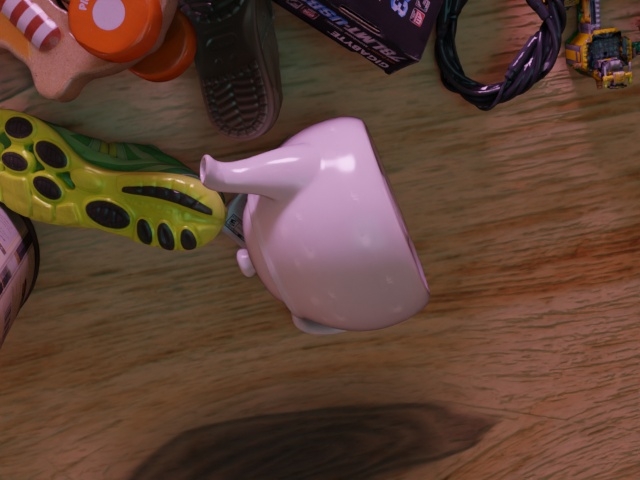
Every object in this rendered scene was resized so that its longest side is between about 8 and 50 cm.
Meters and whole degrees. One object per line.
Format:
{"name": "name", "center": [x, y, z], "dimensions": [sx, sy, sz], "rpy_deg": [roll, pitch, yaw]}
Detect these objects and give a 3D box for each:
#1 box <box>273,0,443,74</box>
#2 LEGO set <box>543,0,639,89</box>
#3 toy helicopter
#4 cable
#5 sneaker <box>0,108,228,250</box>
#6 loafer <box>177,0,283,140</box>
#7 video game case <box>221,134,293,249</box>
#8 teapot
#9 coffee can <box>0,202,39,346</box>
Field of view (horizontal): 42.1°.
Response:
{"name": "box", "center": [0.023, -0.372, 0.853], "dimensions": [0.293, 0.073, 0.295], "rpy_deg": [27, 77, -25]}
{"name": "LEGO set", "center": [0.437, -0.295, 0.936], "dimensions": [0.332, 0.192, 0.254], "rpy_deg": [-2, 108, -2]}
{"name": "toy helicopter", "center": [-0.314, -0.244, 0.840], "dimensions": [0.355, 0.140, 0.234], "rpy_deg": [-18, 89, 9]}
{"name": "cable", "center": [0.210, -0.245, 0.977], "dimensions": [0.151, 0.047, 0.184], "rpy_deg": [4, 105, 12]}
{"name": "sneaker", "center": [-0.243, -0.063, 0.927], "dimensions": [0.296, 0.123, 0.109], "rpy_deg": [21, 101, 3]}
{"name": "loafer", "center": [-0.100, -0.239, 0.921], "dimensions": [0.102, 0.092, 0.268], "rpy_deg": [-7, 89, 10]}
{"name": "video game case", "center": [-0.028, -0.026, 1.024], "dimensions": [0.157, 0.019, 0.143], "rpy_deg": [42, 92, -17]}
{"name": "teapot", "center": [0.000, 0.000, 0.916], "dimensions": [0.187, 0.252, 0.256], "rpy_deg": [-22, 95, 8]}
{"name": "coffee can", "center": [-0.405, 0.048, 0.833], "dimensions": [0.202, 0.275, 0.201], "rpy_deg": [-3, 104, -11]}
